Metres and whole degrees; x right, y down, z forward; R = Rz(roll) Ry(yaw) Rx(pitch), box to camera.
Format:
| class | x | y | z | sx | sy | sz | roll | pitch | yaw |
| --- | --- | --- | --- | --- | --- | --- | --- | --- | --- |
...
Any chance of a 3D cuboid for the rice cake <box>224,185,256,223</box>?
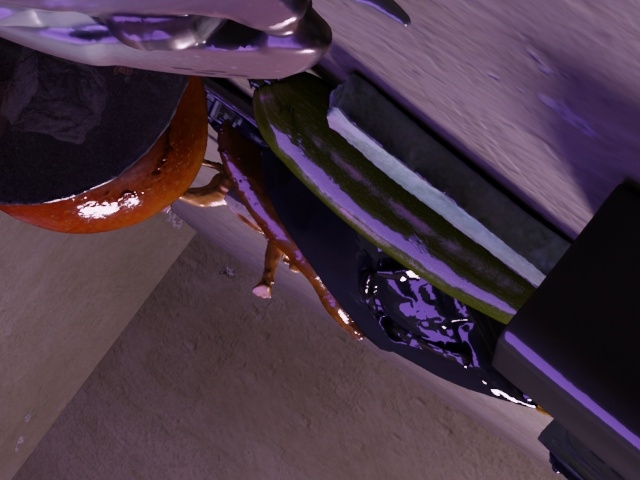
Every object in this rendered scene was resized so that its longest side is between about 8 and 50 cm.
| class | x | y | z | sx | sy | sz | roll | pitch | yaw |
| --- | --- | --- | --- | --- | --- | --- | --- | --- | --- |
| rice cake | 0.000 | 0.000 | 1.490 | 0.207 | 0.047 | 0.036 | 32 | 170 | 10 |

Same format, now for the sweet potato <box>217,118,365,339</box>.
| class | x | y | z | sx | sy | sz | roll | pitch | yaw |
| --- | --- | --- | --- | --- | --- | --- | --- | --- | --- |
| sweet potato | -0.019 | -0.006 | 1.412 | 0.264 | 0.057 | 0.057 | 55 | 167 | -26 |

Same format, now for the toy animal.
| class | x | y | z | sx | sy | sz | roll | pitch | yaw |
| --- | --- | --- | --- | --- | --- | --- | --- | --- | --- |
| toy animal | -0.095 | -0.052 | 1.832 | 0.255 | 0.114 | 0.116 | 42 | -144 | -17 |

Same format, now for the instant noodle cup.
| class | x | y | z | sx | sy | sz | roll | pitch | yaw |
| --- | --- | --- | --- | --- | --- | --- | --- | --- | --- |
| instant noodle cup | -0.194 | -0.137 | 1.037 | 0.217 | 0.217 | 0.207 | 37 | -179 | -8 |

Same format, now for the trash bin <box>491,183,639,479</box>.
| class | x | y | z | sx | sy | sz | roll | pitch | yaw |
| --- | --- | --- | --- | --- | --- | --- | --- | --- | --- |
| trash bin | 0.216 | 0.092 | 0.809 | 0.240 | 0.122 | 0.164 | 38 | 175 | 9 |

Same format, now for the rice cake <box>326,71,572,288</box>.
| class | x | y | z | sx | sy | sz | roll | pitch | yaw |
| --- | --- | --- | --- | --- | --- | --- | --- | --- | --- |
| rice cake | 0.090 | -0.031 | 0.993 | 0.211 | 0.034 | 0.043 | 38 | 166 | -9 |

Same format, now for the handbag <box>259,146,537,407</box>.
| class | x | y | z | sx | sy | sz | roll | pitch | yaw |
| --- | --- | --- | --- | --- | --- | --- | --- | --- | --- |
| handbag | 0.067 | 0.033 | 1.316 | 0.211 | 0.089 | 0.254 | 19 | 147 | 52 |

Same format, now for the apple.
| class | x | y | z | sx | sy | sz | roll | pitch | yaw |
| --- | --- | --- | --- | --- | --- | --- | --- | --- | --- |
| apple | -0.197 | -0.108 | 1.244 | 0.235 | 0.210 | 0.173 | 17 | -174 | -25 |

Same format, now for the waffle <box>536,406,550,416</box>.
| class | x | y | z | sx | sy | sz | roll | pitch | yaw |
| --- | --- | --- | --- | --- | --- | --- | --- | --- | --- |
| waffle | 0.214 | 0.130 | 1.458 | 0.260 | 0.069 | 0.293 | 34 | 173 | 17 |

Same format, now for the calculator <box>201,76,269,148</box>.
| class | x | y | z | sx | sy | sz | roll | pitch | yaw |
| --- | --- | --- | --- | --- | --- | --- | --- | --- | --- |
| calculator | -0.033 | -0.077 | 1.433 | 0.274 | 0.028 | 0.166 | 37 | 175 | -3 |

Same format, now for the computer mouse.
| class | x | y | z | sx | sy | sz | roll | pitch | yaw |
| --- | --- | --- | --- | --- | --- | --- | --- | --- | --- |
| computer mouse | -0.127 | -0.150 | 0.785 | 0.389 | 0.115 | 0.199 | 28 | 172 | 25 |

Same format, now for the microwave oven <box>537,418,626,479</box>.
| class | x | y | z | sx | sy | sz | roll | pitch | yaw |
| --- | --- | --- | --- | --- | --- | --- | --- | --- | --- |
| microwave oven | 0.263 | 0.172 | 1.093 | 0.162 | 0.122 | 0.208 | 41 | 178 | 36 |

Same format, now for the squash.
| class | x | y | z | sx | sy | sz | roll | pitch | yaw |
| --- | --- | --- | --- | --- | --- | --- | --- | --- | --- |
| squash | 0.061 | -0.022 | 1.059 | 0.318 | 0.071 | 0.080 | 39 | -171 | -2 |
